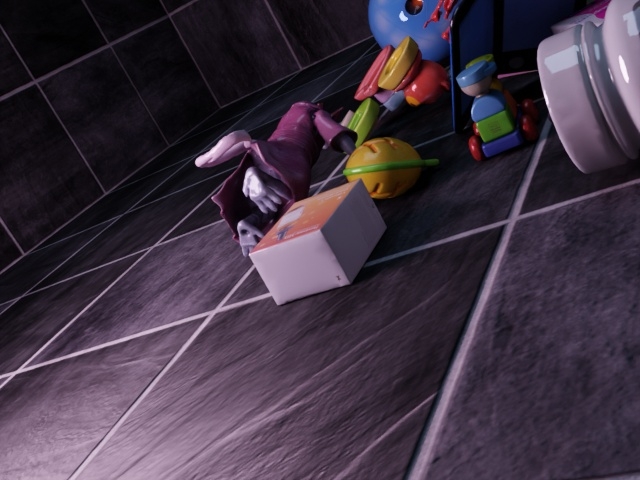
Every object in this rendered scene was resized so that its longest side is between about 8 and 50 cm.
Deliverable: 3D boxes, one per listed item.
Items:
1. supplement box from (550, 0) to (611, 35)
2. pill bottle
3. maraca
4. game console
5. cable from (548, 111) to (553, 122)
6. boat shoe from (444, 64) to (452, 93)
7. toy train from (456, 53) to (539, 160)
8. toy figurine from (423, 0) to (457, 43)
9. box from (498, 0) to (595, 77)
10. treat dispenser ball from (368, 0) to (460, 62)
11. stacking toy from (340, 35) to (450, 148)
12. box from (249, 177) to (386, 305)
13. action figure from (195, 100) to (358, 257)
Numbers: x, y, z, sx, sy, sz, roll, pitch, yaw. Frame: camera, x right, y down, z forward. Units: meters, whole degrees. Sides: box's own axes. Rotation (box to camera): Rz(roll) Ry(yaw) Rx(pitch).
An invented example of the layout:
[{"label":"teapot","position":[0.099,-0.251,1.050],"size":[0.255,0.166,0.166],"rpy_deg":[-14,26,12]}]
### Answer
[{"label":"supplement box","position":[0.483,-0.326,1.351],"size":[0.111,0.114,0.220],"rpy_deg":[-31,15,-2]},{"label":"pill bottle","position":[0.439,-0.210,0.908],"size":[0.361,0.204,0.204],"rpy_deg":[-18,19,31]},{"label":"maraca","position":[0.117,-0.120,1.374],"size":[0.127,0.099,0.186],"rpy_deg":[-1,6,39]},{"label":"game console","position":[0.343,-0.346,1.440],"size":[0.250,0.293,0.173],"rpy_deg":[-6,57,7]},{"label":"cable","position":[0.392,-0.190,1.145],"size":[0.151,0.047,0.184],"rpy_deg":[-5,0,26]},{"label":"boat shoe","position":[0.354,-0.386,1.816],"size":[0.207,0.073,0.073],"rpy_deg":[-37,21,-2]},{"label":"toy train","position":[0.283,-0.240,1.362],"size":[0.105,0.143,0.248],"rpy_deg":[-21,18,23]},{"label":"toy figurine","position":[0.430,-0.496,1.942],"size":[0.362,0.217,0.191],"rpy_deg":[3,-58,-59]},{"label":"box","position":[0.480,-0.451,1.714],"size":[0.243,0.117,0.213],"rpy_deg":[-35,17,-21]},{"label":"treat dispenser ball","position":[0.273,-0.623,2.266],"size":[0.288,0.288,0.288],"rpy_deg":[-26,17,8]},{"label":"stacking toy","position":[0.157,-0.297,1.861],"size":[0.279,0.130,0.309],"rpy_deg":[-60,11,7]},{"label":"box","position":[0.000,0.000,1.205],"size":[0.130,0.091,0.170],"rpy_deg":[-19,19,30]},{"label":"action figure","position":[-0.071,-0.152,1.501],"size":[0.248,0.276,0.370],"rpy_deg":[-22,31,42]}]
